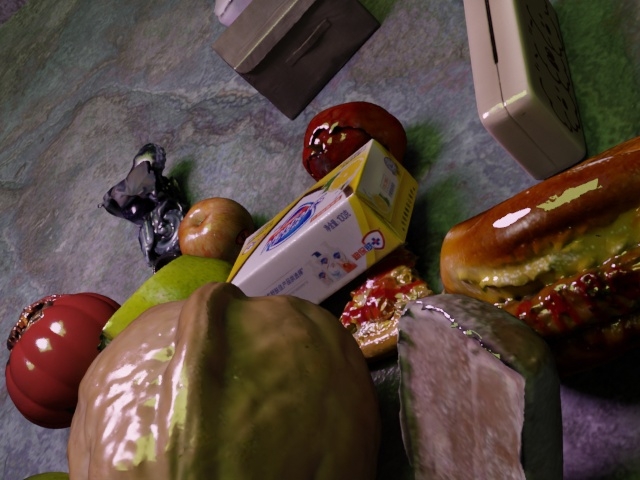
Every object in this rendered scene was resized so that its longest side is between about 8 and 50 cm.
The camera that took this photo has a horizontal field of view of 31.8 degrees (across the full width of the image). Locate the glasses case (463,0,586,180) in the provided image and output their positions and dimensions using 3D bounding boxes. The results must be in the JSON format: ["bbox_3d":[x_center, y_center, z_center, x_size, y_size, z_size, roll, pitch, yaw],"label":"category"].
[{"bbox_3d":[0.262,-0.238,1.476,0.076,0.144,0.336,-31,39,28],"label":"glasses case"}]

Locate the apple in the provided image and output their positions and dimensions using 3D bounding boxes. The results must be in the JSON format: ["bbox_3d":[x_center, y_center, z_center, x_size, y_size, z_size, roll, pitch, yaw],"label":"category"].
[{"bbox_3d":[-0.168,-0.011,1.789,0.126,0.102,0.126,-29,39,27],"label":"apple"}]

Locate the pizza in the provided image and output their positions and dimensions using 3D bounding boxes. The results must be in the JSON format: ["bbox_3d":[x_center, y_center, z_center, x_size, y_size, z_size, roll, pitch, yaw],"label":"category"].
[{"bbox_3d":[0.083,0.063,1.461,0.188,0.062,0.199,-29,36,26],"label":"pizza"}]

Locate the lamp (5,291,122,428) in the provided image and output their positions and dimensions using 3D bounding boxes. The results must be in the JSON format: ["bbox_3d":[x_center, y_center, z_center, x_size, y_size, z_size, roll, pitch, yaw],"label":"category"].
[{"bbox_3d":[-0.392,0.183,1.756,0.227,0.227,0.227,-30,38,27],"label":"lamp"}]

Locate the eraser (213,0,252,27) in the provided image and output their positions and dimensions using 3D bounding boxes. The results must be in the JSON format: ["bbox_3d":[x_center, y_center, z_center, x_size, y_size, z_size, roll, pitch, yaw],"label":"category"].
[{"bbox_3d":[-0.086,-0.508,2.104,0.331,0.150,0.331,-49,25,32],"label":"eraser"}]

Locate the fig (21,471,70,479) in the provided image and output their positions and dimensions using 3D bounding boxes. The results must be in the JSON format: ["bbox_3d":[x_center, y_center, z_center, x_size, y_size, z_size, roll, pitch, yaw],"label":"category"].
[{"bbox_3d":[-0.328,0.410,1.516,0.233,0.167,0.167,24,75,32],"label":"fig"}]

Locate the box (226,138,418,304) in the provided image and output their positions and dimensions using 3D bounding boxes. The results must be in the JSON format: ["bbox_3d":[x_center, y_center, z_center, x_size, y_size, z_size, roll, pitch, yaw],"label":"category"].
[{"bbox_3d":[0.000,0.000,1.526,0.265,0.097,0.168,-37,17,30],"label":"box"}]

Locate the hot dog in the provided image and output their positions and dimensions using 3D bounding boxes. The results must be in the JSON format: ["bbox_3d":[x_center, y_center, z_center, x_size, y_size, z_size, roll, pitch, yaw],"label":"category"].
[{"bbox_3d":[0.291,0.007,1.095,0.405,0.185,0.223,-29,-2,29],"label":"hot dog"}]

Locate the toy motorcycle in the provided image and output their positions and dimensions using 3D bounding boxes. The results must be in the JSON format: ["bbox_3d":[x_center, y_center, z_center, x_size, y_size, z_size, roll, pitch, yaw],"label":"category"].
[{"bbox_3d":[-0.311,-0.053,2.001,0.159,0.106,0.270,-41,45,19],"label":"toy motorcycle"}]

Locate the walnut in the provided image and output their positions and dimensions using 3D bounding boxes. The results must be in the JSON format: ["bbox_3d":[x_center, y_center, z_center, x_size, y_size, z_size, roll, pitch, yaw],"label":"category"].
[{"bbox_3d":[-0.109,0.230,1.283,0.381,0.381,0.381,-30,38,27],"label":"walnut"}]

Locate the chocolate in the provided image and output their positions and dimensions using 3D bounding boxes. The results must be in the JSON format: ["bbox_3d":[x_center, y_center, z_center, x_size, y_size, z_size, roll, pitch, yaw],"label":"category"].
[{"bbox_3d":[0.163,0.185,1.074,0.100,0.303,0.185,-25,35,-31],"label":"chocolate"}]

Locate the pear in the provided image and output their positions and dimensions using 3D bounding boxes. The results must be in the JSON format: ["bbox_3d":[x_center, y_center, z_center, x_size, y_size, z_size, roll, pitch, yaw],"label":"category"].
[{"bbox_3d":[-0.194,0.145,1.596,0.292,0.159,0.292,-56,-4,-6],"label":"pear"}]

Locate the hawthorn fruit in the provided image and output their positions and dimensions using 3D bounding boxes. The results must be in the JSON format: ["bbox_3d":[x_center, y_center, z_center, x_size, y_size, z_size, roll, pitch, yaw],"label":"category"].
[{"bbox_3d":[0.040,-0.132,1.608,0.148,0.172,0.148,-7,80,40],"label":"hawthorn fruit"}]

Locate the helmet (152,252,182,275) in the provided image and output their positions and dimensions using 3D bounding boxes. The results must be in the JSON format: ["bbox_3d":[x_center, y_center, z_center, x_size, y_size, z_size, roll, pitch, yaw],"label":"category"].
[{"bbox_3d":[-0.237,0.065,1.844,0.065,0.049,0.084,-27,56,-23],"label":"helmet"}]

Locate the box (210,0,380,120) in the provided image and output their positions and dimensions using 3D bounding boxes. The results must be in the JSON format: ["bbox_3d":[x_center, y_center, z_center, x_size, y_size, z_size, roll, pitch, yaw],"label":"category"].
[{"bbox_3d":[-0.043,-0.355,1.943,0.231,0.149,0.155,-48,33,3],"label":"box"}]
